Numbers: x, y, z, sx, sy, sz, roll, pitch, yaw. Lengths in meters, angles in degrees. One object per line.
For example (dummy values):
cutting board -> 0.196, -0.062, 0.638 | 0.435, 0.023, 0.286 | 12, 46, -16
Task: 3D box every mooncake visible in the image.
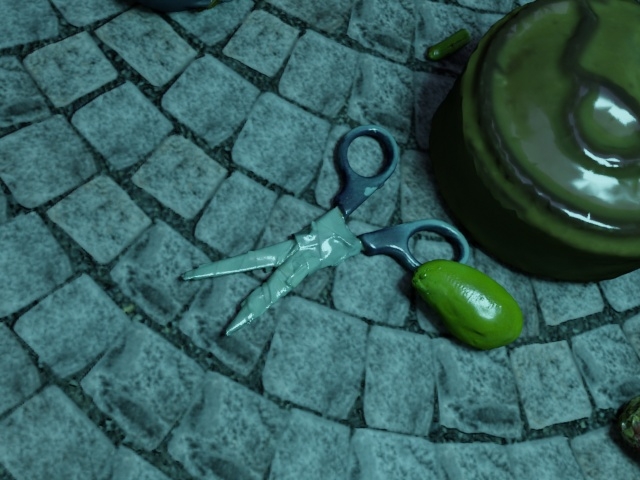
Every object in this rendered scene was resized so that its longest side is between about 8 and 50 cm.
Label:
mooncake -> 0.367, -0.143, 1.231 | 0.394, 0.246, 0.393 | 45, 68, 9

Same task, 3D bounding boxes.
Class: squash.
squash -> 0.200, -0.304, 1.364 | 0.083, 0.027, 0.027 | -35, 81, -26

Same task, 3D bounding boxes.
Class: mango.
mango -> 0.196, 0.085, 1.153 | 0.165, 0.074, 0.091 | 32, 85, -9

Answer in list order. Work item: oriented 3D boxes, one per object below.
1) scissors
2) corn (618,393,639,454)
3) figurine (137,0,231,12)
scissors -> 0.000, 0.000, 1.166 | 0.383, 0.029, 0.256 | -26, 76, -25
corn -> 0.528, 0.310, 1.159 | 0.290, 0.098, 0.098 | 40, 62, 1
figurine -> -0.174, -0.432, 1.227 | 0.265, 0.175, 0.197 | -24, 81, -17
